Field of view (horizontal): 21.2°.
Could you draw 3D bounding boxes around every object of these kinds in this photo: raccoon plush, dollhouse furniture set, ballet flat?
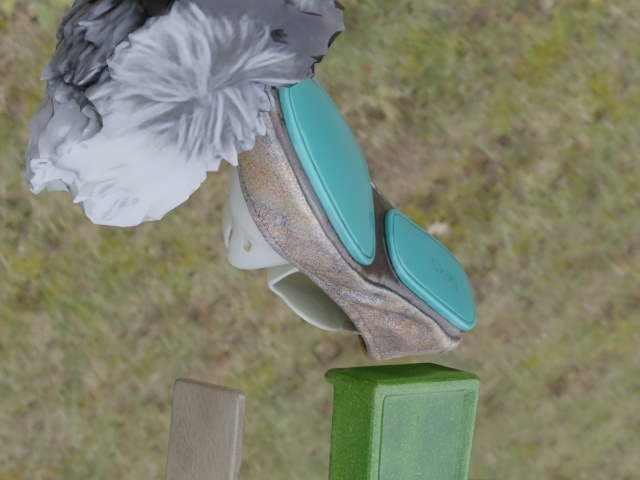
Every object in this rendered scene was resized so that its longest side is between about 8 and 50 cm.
[{"bbox_3d":[-0.060,-0.270,0.692,0.216,0.299,0.446,24,115,-36],"label":"raccoon plush"},{"bbox_3d":[0.060,0.146,1.144,0.302,0.198,0.151,1,94,-46],"label":"dollhouse furniture set"},{"bbox_3d":[0.000,0.000,1.115,0.106,0.107,0.316,-17,142,20],"label":"ballet flat"}]
